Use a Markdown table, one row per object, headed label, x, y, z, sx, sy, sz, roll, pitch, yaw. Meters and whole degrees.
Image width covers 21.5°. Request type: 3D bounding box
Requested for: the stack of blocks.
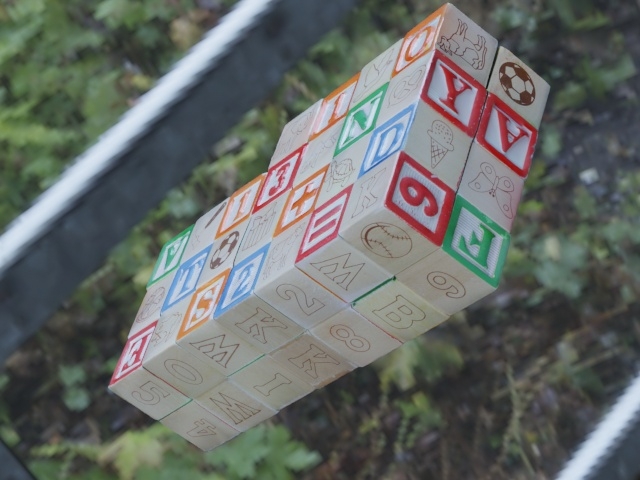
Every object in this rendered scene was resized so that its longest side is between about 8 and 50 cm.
| label | x | y | z | sx | sy | sz | roll | pitch | yaw |
| --- | --- | --- | --- | --- | --- | --- | --- | --- | --- |
| stack of blocks | 0.000 | 0.000 | 1.069 | 0.297 | 0.087 | 0.171 | -34 | 28 | 44 |
